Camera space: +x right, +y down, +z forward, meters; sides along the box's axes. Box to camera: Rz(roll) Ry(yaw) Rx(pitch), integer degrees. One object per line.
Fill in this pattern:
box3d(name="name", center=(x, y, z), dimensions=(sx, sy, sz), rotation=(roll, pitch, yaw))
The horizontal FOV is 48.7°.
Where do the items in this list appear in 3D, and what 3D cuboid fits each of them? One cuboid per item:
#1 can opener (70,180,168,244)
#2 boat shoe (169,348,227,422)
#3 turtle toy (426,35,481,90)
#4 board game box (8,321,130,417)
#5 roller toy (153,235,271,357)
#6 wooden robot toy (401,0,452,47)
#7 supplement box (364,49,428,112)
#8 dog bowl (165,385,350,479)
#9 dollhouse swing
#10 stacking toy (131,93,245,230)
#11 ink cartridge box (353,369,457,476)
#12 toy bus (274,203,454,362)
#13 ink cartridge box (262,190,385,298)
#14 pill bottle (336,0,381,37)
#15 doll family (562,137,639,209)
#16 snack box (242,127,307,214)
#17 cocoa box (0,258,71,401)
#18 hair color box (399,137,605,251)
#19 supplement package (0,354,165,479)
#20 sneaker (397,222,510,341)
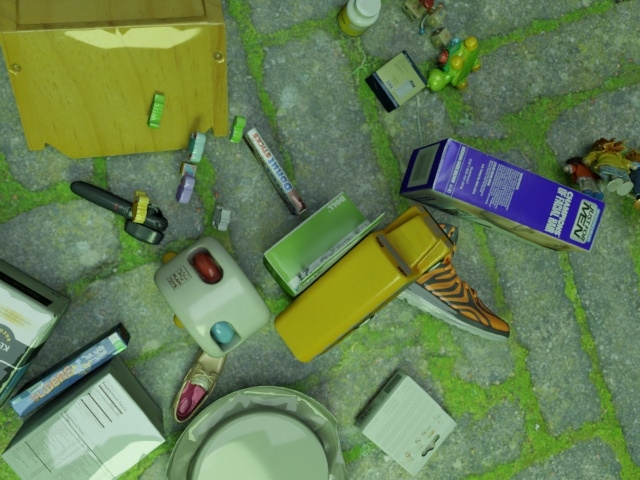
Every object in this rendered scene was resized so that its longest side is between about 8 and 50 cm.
box3d(name="can opener", center=(-0.360, -0.059, 1.266), dimensions=(0.186, 0.059, 0.073), rotation=(29, 85, -12))
box3d(name="boat shoe", center=(-0.220, 0.262, 1.301), dimensions=(0.063, 0.059, 0.170), rotation=(28, 84, -12))
box3d(name="turtle toy", center=(0.262, -0.347, 1.399), dimensions=(0.066, 0.095, 0.130), rotation=(33, 81, 27))
box3d(name="board game box", center=(-0.424, 0.217, 1.215), dimensions=(0.201, 0.136, 0.035), rotation=(-34, 97, -11))
box3d(name="roller toy", center=(-0.195, 0.100, 1.238), dimensions=(0.146, 0.191, 0.209), rotation=(-36, 98, -9))
box3d(name="wooden robot toy", center=(0.212, -0.472, 1.393), dimensions=(0.173, 0.076, 0.079), rotation=(46, 70, -10))
box3d(name="supplement box", center=(0.149, -0.311, 1.383), dimensions=(0.083, 0.056, 0.083), rotation=(-38, 98, -10))
box3d(name="dog bowl", center=(-0.113, 0.433, 1.307), dimensions=(0.349, 0.102, 0.348), rotation=(0, 91, -12))
box3d(name="dollhouse swing", center=(-0.362, -0.369, 1.263), dimensions=(0.347, 0.305, 0.315), rotation=(-8, 134, -13))
box3d(name="stacking toy", center=(-0.227, -0.128, 1.234), dimensions=(0.167, 0.052, 0.221), rotation=(9, 101, -27))
box3d(name="ink cartridge box", center=(0.172, 0.365, 1.414), dimensions=(0.145, 0.045, 0.179), rotation=(-49, 118, -9))
box3d(name="toy bus", center=(0.075, 0.078, 1.261), dimensions=(0.333, 0.130, 0.108), rotation=(-43, 76, 27))
box3d(name="ink cartridge box", center=(0.000, 0.000, 1.242), dimensions=(0.189, 0.255, 0.097), rotation=(-38, 85, -10))
box3d(name="pill bottle", center=(0.075, -0.429, 1.334), dimensions=(0.065, 0.116, 0.065), rotation=(0, 90, -14))
box3d(name="doll family", center=(0.631, -0.133, 1.450), dimensions=(0.263, 0.163, 0.118), rotation=(21, 130, -13))
box3d(name="snack box", center=(-0.086, -0.128, 1.326), dimensions=(0.022, 0.064, 0.178), rotation=(-35, 98, -12))
box3d(name="cocoa box", center=(-0.618, 0.113, 1.119), dimensions=(0.347, 0.231, 0.228), rotation=(33, 84, -11))
box3d(name="hair color box", center=(0.345, -0.080, 1.366), dimensions=(0.339, 0.185, 0.110), rotation=(19, 87, -12))
box3d(name="supplement package", center=(-0.389, 0.322, 1.194), dimensions=(0.203, 0.194, 0.149), rotation=(-37, 99, -10))
box3d(name="sneaker", center=(0.256, 0.068, 1.377), dimensions=(0.321, 0.124, 0.180), rotation=(28, 85, -12))
